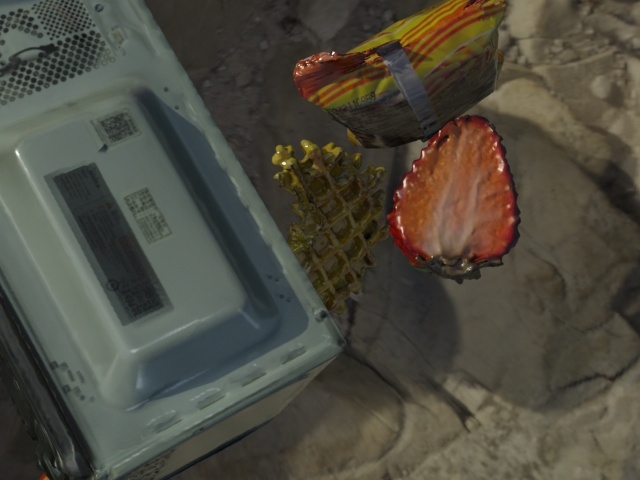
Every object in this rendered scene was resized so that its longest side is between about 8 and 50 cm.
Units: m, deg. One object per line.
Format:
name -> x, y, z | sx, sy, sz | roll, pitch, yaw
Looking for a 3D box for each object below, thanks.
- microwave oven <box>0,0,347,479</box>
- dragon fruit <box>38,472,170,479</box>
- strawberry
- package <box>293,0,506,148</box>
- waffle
microwave oven -> -0.105, 0.005, 0.488 | 0.122, 0.162, 0.208 | -27, 78, -22
dragon fruit -> -0.370, 0.482, 1.785 | 0.277, 0.277, 0.342 | 23, 97, -14
strawberry -> 0.191, -0.059, 1.545 | 0.190, 0.111, 0.236 | 13, 82, -7
package -> 0.107, -0.175, 1.147 | 0.223, 0.288, 0.108 | -30, 83, 8
waffle -> 0.000, 0.000, 1.629 | 0.259, 0.069, 0.293 | 11, 104, -40
